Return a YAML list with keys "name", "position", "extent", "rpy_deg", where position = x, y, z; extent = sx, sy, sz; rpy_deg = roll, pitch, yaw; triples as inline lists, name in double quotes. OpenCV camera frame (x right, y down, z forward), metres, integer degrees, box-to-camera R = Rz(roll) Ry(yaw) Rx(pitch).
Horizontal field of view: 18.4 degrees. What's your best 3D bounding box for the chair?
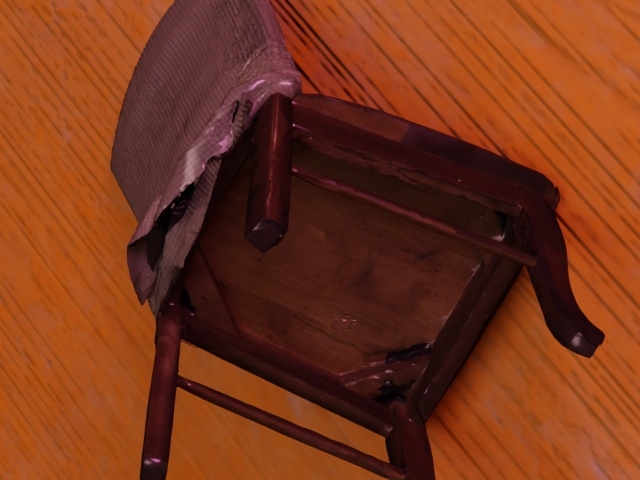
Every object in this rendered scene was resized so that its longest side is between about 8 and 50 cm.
- name: "chair"
  position: [0.000, 0.000, 0.948]
  extent: [0.186, 0.319, 0.160]
  rpy_deg: [22, 112, -15]
